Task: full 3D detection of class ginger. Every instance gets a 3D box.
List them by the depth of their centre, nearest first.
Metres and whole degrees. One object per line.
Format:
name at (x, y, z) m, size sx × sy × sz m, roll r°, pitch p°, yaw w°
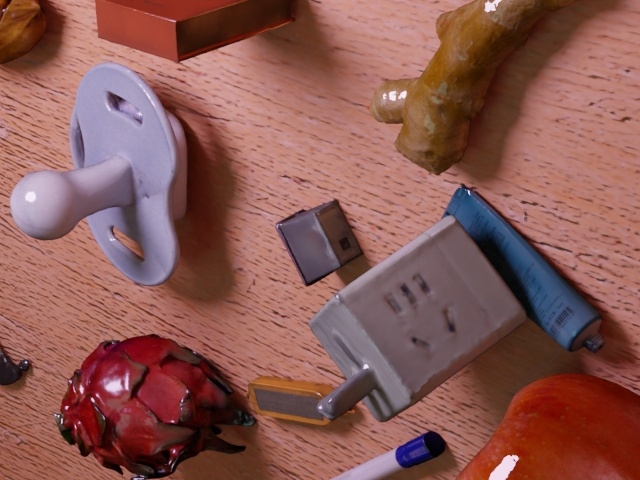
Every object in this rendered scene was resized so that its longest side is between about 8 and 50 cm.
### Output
ginger at (0.155, -0.178, 1.273) m, size 0.118 × 0.065 × 0.299 m, roll 49°, pitch 134°, yaw 7°

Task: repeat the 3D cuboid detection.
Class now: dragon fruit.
dragon fruit at (-0.224, 0.221, 1.752) m, size 0.192 × 0.274 × 0.193 m, roll 127°, pitch 141°, yaw -85°

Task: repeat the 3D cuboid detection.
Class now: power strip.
power strip at (0.077, 0.099, 1.359) m, size 0.140 × 0.224 × 0.139 m, roll 55°, pitch 159°, yaw 6°
power strip at (-0.024, 0.205, 1.672) m, size 0.178 × 0.028 × 0.049 m, roll 3°, pitch 113°, yaw 43°

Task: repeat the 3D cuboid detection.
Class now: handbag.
handbag at (-0.131, -0.250, 1.409) m, size 0.127 × 0.190 × 0.062 m, roll 21°, pitch 123°, yaw 36°

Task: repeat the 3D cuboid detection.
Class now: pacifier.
pacifier at (-0.286, -0.071, 1.622) m, size 0.244 × 0.233 × 0.299 m, roll 27°, pitch 127°, yaw 35°

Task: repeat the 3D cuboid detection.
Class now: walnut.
walnut at (-0.435, -0.292, 1.738) m, size 0.207 × 0.116 × 0.115 m, roll -2°, pitch 110°, yaw 44°

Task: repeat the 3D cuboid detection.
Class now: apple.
apple at (0.262, 0.267, 1.282) m, size 0.241 × 0.242 × 0.242 m, roll 33°, pitch 131°, yaw 18°

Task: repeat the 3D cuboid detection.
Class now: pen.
pen at (0.063, 0.292, 1.635) m, size 0.269 × 0.033 × 0.033 m, roll -36°, pitch 85°, yaw 48°

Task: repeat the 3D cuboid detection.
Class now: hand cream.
hand cream at (0.209, 0.038, 1.359) m, size 0.224 × 0.048 × 0.083 m, roll 45°, pitch 135°, yaw 25°

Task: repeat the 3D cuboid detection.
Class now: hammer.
hammer at (-0.576, 0.105, 2.143) m, size 0.125 × 0.027 × 0.297 m, roll -30°, pitch 90°, yaw 43°

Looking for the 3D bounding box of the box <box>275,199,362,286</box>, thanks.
box at (0.000, 0.000, 1.519) m, size 0.063 × 0.060 × 0.084 m, roll -25°, pitch 92°, yaw 43°
